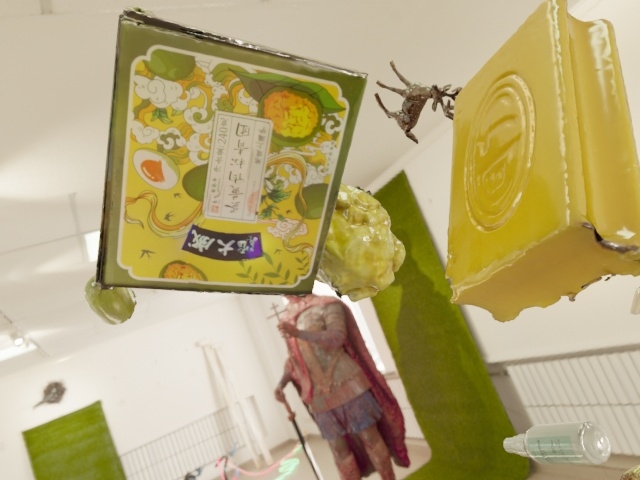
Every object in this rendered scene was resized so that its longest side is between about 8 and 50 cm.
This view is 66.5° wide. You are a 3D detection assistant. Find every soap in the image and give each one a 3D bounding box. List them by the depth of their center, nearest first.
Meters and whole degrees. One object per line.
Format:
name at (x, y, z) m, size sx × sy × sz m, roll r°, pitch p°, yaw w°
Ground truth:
soap at (0.232, -0.087, 0.546) m, size 0.096 × 0.325 × 0.204 m, roll 20°, pitch -32°, yaw -14°

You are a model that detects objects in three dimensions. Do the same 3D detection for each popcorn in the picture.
popcorn at (0.045, 0.005, 1.087) m, size 0.215 × 0.286 × 0.252 m, roll -39°, pitch -15°, yaw -41°

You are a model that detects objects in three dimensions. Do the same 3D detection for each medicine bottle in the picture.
medicine bottle at (0.666, 0.595, 1.426) m, size 0.110 × 0.110 × 0.352 m, roll -18°, pitch -16°, yaw -26°

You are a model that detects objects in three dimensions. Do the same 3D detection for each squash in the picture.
squash at (-0.581, 0.152, 1.340) m, size 0.122 × 0.123 × 0.187 m, roll -19°, pitch -22°, yaw -17°

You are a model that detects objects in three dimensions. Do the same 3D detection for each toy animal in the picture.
toy animal at (0.274, -0.385, 1.355) m, size 0.087 × 0.260 × 0.244 m, roll -46°, pitch -16°, yaw -19°

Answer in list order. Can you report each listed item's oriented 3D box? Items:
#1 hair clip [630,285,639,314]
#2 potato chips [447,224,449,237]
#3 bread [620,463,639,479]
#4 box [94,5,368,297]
hair clip at (0.931, 0.120, 1.386) m, size 0.226 × 0.072 × 0.034 m, roll -40°, pitch 26°, yaw -25°
potato chips at (0.352, -0.045, 1.069) m, size 0.150 × 0.049 × 0.202 m, roll 9°, pitch 53°, yaw 34°
bread at (0.945, 0.720, 1.302) m, size 0.142 × 0.254 × 0.228 m, roll -18°, pitch -35°, yaw -7°
box at (-0.155, -0.118, 0.812) m, size 0.372 × 0.421 × 0.138 m, roll 5°, pitch 23°, yaw -24°
